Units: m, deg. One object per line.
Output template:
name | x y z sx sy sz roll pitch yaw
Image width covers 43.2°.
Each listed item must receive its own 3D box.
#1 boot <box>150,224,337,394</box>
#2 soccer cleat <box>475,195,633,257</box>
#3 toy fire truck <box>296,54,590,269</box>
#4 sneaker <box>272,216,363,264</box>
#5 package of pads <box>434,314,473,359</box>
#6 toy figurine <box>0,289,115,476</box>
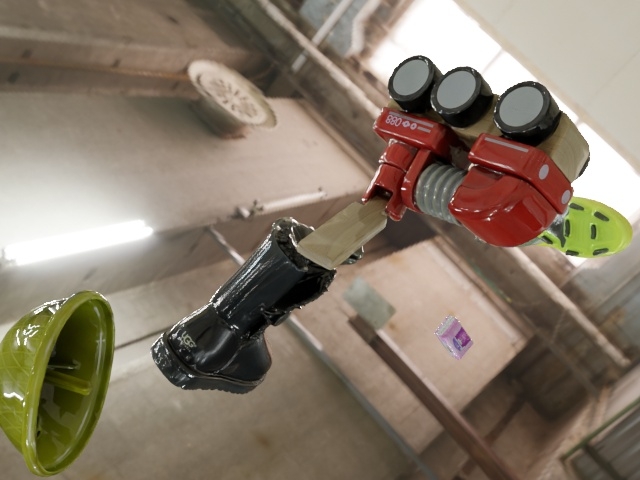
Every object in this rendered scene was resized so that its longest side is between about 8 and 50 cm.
boot | -0.059 0.081 0.934 0.094 0.207 0.246 52 -170 17
soccer cleat | 0.360 -0.031 1.234 0.121 0.093 0.289 -13 -170 -32
toy fire truck | 0.114 -0.051 0.816 0.217 0.246 0.158 27 176 42
sneaker | 0.000 0.000 1.562 0.227 0.130 0.087 28 -125 -58
package of pads | 0.257 0.186 1.557 0.032 0.050 0.083 28 161 51
toy figurine | -0.287 0.193 0.567 0.217 0.362 0.191 14 -169 29
